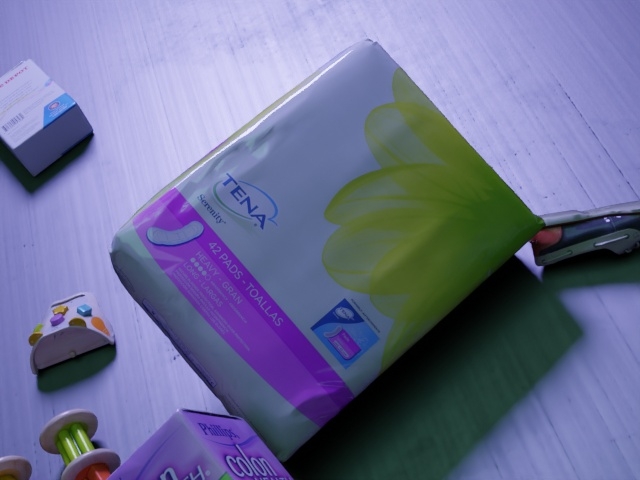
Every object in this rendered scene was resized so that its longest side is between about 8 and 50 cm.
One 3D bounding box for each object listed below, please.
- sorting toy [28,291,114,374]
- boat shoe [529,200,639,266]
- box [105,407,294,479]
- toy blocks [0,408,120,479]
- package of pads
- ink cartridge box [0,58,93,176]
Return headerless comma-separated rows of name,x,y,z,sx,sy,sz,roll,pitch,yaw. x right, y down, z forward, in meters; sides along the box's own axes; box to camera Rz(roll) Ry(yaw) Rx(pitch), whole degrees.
sorting toy,-0.246,0.079,0.917,0.083,0.045,0.075,-21,32,3
boat shoe,0.247,-0.008,0.809,0.137,0.049,0.043,-9,95,10
box,-0.072,0.270,0.599,0.213,0.117,0.243,-44,69,3
toy blocks,-0.211,0.228,0.781,0.123,0.054,0.148,-35,52,-7
package of pads,0.000,0.000,0.785,0.296,0.101,0.229,-39,85,-15
ink cartridge box,-0.334,-0.144,1.094,0.088,0.052,0.122,-40,54,-12
